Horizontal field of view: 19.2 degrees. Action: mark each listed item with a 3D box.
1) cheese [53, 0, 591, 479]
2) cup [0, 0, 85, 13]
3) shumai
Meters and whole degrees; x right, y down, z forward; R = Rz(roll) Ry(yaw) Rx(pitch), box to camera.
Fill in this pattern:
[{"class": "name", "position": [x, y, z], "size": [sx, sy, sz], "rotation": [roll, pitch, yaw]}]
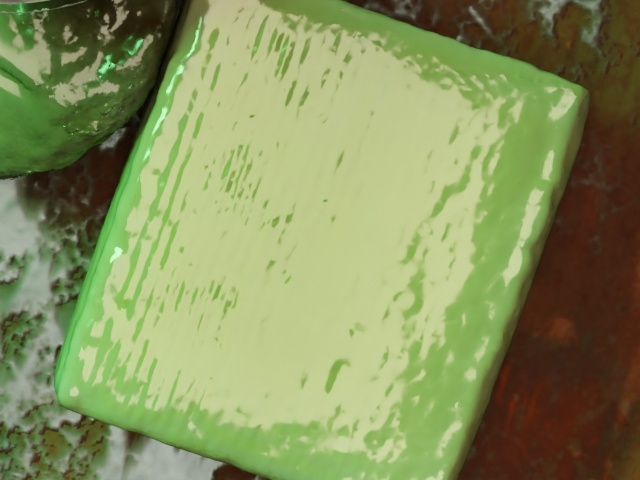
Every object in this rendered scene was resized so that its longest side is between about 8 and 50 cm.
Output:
[{"class": "cheese", "position": [0.000, 0.000, 1.086], "size": [0.243, 0.124, 0.265], "rotation": [20, 93, 0]}, {"class": "cup", "position": [-0.164, -0.278, 0.945], "size": [0.253, 0.253, 0.274], "rotation": [-23, 61, -1]}, {"class": "shumai", "position": [-0.183, -0.137, 1.040], "size": [0.201, 0.120, 0.201], "rotation": [-5, 81, 31]}]
